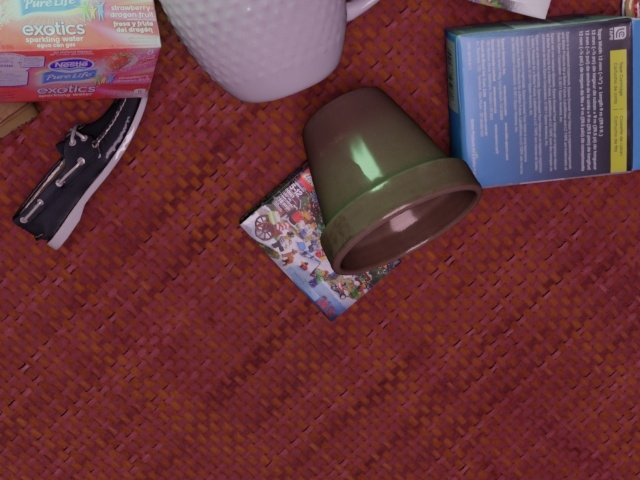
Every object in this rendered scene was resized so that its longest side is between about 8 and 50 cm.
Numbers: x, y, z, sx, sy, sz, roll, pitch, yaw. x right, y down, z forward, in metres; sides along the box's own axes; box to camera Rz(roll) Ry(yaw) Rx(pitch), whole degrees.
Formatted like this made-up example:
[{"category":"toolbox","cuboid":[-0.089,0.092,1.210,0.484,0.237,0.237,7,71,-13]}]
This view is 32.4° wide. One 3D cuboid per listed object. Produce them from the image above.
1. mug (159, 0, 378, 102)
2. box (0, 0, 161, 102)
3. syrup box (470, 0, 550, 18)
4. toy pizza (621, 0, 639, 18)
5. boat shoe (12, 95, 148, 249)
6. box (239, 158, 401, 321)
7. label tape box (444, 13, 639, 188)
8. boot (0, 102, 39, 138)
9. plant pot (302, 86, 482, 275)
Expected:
[{"category":"mug","cuboid":[-0.057,-0.401,1.602,0.374,0.276,0.328,-23,116,-6]},{"category":"box","cuboid":[-0.396,-0.298,1.596,0.299,0.154,0.142,-5,70,-19]},{"category":"syrup box","cuboid":[0.243,-0.418,1.710,0.236,0.096,0.093,12,104,-8]},{"category":"toy pizza","cuboid":[0.589,-0.381,1.786,0.201,0.032,0.201,-1,106,-5]},{"category":"boat shoe","cuboid":[-0.378,-0.124,1.730,0.091,0.114,0.303,31,101,-19]},{"category":"box","cuboid":[0.000,0.000,1.835,0.159,0.044,0.233,-41,105,7]},{"category":"label tape box","cuboid":[0.382,-0.230,1.771,0.347,0.115,0.249,-7,107,-6]},{"category":"boot","cuboid":[-0.592,-0.247,1.668,0.236,0.089,0.270,-40,107,-23]},{"category":"plant pot","cuboid":[0.082,-0.105,1.710,0.263,0.263,0.229,-31,74,4]}]
